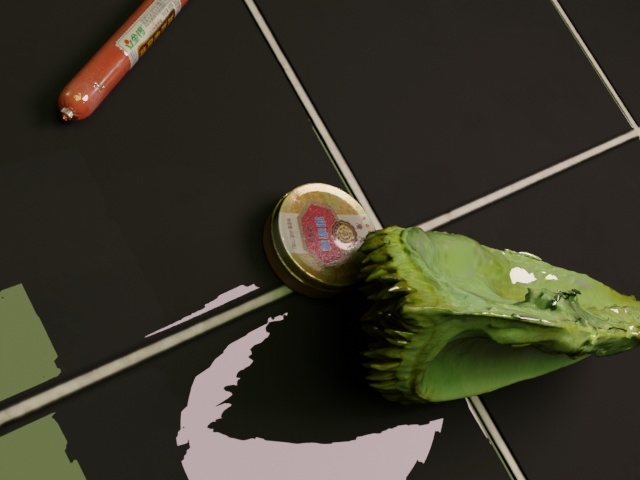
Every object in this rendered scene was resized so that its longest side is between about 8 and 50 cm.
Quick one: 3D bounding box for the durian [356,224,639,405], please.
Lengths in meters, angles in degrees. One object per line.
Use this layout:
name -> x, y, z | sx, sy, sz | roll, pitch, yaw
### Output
durian -> 0.172, 0.048, 0.697 | 0.394, 0.198, 0.163 | 7, 65, -36

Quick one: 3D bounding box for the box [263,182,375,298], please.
box -> 0.000, 0.000, 0.721 | 0.105, 0.037, 0.105 | 14, 60, -25

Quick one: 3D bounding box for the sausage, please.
sausage -> -0.167, -0.190, 0.719 | 0.034, 0.034, 0.253 | 35, 54, -12
